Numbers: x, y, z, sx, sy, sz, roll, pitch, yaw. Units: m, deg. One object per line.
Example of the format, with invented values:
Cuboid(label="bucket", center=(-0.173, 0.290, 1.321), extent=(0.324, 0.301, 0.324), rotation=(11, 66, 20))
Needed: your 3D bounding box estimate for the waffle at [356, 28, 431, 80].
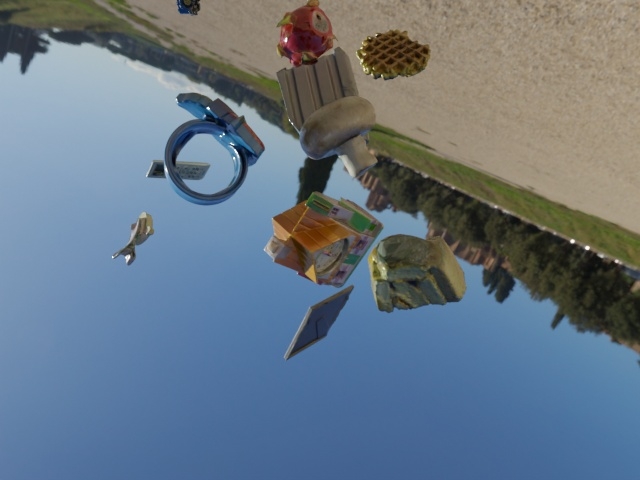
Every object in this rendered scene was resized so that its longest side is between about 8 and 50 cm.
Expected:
Cuboid(label="waffle", center=(0.289, -0.730, 1.799), extent=(0.281, 0.058, 0.301), rotation=(-15, -126, -4))

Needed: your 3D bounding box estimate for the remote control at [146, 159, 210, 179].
Cuboid(label="remote control", center=(-0.653, -0.331, 2.133), extent=(0.293, 0.103, 0.051), rotation=(-7, -123, -46))

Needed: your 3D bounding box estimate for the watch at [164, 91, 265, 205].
Cuboid(label="watch", center=(-0.343, -0.262, 1.331), extent=(0.305, 0.274, 0.241), rotation=(41, 168, -11))

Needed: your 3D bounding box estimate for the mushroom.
Cuboid(label="mushroom", center=(0.067, -0.289, 1.337), extent=(0.243, 0.244, 0.243), rotation=(22, -166, -6))

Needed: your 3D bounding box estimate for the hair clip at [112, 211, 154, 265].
Cuboid(label="hair clip", center=(-0.624, -0.018, 1.577), extent=(0.071, 0.159, 0.219), rotation=(39, -144, -31))

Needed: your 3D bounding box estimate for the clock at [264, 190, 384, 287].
Cuboid(label="clock", center=(0.000, 0.000, 1.203), extent=(0.166, 0.235, 0.309), rotation=(40, -167, 30))

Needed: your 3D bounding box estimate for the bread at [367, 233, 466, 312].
Cuboid(label="bread", center=(0.391, 0.109, 1.860), extent=(0.395, 0.264, 0.239), rotation=(-8, -139, 8))

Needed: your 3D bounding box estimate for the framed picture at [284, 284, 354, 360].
Cuboid(label="framed picture", center=(-0.003, 0.273, 1.517), extent=(0.209, 0.281, 0.019), rotation=(-21, -123, -44))

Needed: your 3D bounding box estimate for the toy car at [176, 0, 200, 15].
Cuboid(label="toy car", center=(-0.484, -0.888, 1.609), extent=(0.100, 0.191, 0.097), rotation=(2, -142, 6))

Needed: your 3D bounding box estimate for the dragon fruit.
Cuboid(label="dragon fruit", center=(-0.061, -0.795, 1.792), extent=(0.227, 0.224, 0.224), rotation=(-7, 168, 44))

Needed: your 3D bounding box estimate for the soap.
Cuboid(label="soap", center=(0.019, -0.629, 2.160), extent=(0.213, 0.350, 0.435), rotation=(58, -163, -67))
